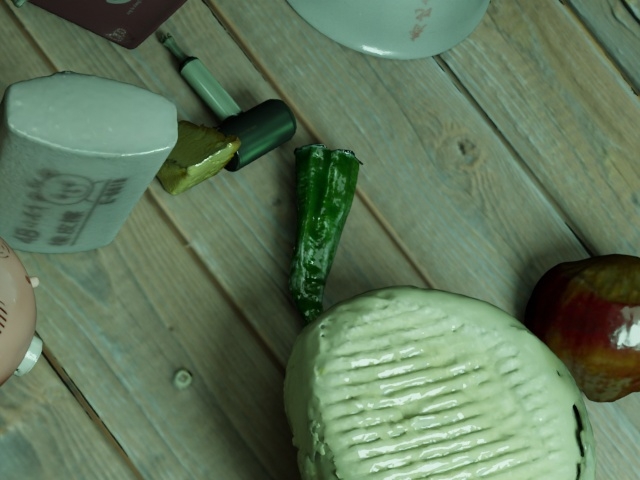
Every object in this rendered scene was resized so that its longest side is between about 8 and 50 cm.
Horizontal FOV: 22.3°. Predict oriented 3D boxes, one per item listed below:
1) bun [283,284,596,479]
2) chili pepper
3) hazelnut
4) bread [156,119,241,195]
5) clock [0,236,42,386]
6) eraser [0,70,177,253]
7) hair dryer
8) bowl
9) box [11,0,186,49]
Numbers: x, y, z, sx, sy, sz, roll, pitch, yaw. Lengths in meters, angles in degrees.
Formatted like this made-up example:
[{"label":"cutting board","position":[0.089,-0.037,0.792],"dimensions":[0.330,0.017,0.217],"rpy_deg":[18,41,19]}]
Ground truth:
[{"label":"bun","position":[0.121,0.227,1.780],"dimensions":[0.359,0.211,0.360],"rpy_deg":[7,57,-11]},{"label":"chili pepper","position":[0.000,0.000,1.913],"dimensions":[0.088,0.059,0.227],"rpy_deg":[15,65,-21]},{"label":"hazelnut","position":[0.347,0.100,1.966],"dimensions":[0.201,0.161,0.170],"rpy_deg":[2,46,19]},{"label":"bread","position":[-0.153,-0.108,1.870],"dimensions":[0.084,0.109,0.080],"rpy_deg":[-33,86,-26]},{"label":"clock","position":[-0.392,0.060,1.657],"dimensions":[0.241,0.142,0.227],"rpy_deg":[32,43,-16]},{"label":"eraser","position":[-0.270,-0.075,1.712],"dimensions":[0.174,0.270,0.095],"rpy_deg":[6,67,-20]},{"label":"hair dryer","position":[-0.123,-0.179,1.948],"dimensions":[0.100,0.057,0.198],"rpy_deg":[-34,78,-32]},{"label":"bowl","position":[0.099,-0.416,2.076],"dimensions":[0.345,0.157,0.346],"rpy_deg":[8,66,-18]},{"label":"box","position":[-0.214,-0.356,1.857],"dimensions":[0.167,0.294,0.193],"rpy_deg":[26,61,-22]}]
